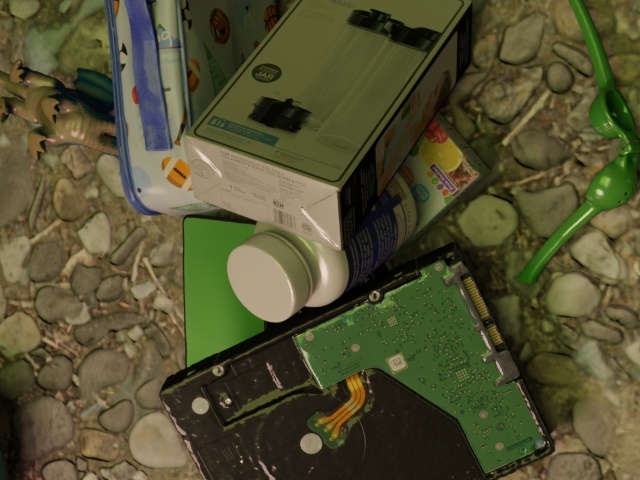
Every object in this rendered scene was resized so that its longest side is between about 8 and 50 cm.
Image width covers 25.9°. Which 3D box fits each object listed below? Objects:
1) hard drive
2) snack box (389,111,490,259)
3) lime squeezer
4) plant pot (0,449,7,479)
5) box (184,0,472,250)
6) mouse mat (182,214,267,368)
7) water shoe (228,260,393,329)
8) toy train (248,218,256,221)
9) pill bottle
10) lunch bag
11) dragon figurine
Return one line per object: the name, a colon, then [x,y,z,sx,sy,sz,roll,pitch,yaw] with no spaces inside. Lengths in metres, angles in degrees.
hard drive: [0.038,0.177,1.423,0.339,0.064,0.237,-26,99,8]
snack box: [0.092,-0.062,1.455,0.141,0.037,0.100,-44,77,23]
lime squeezer: [0.269,-0.100,1.376,0.110,0.059,0.310,19,107,52]
plant pot: [-0.487,0.336,1.651,0.290,0.290,0.195,-5,129,24]
box: [0.014,-0.140,1.352,0.169,0.290,0.087,21,143,21]
mouse mat: [-0.106,0.068,1.541,0.152,0.007,0.190,7,101,49]
water shoe: [-0.023,0.051,1.496,0.203,0.080,0.073,-18,88,24]
toy train: [-0.048,-0.023,1.534,0.083,0.017,0.024,-20,98,24]
pill bottle: [0.000,0.000,1.370,0.112,0.186,0.112,23,131,30]
lunch bag: [-0.133,-0.179,1.429,0.115,0.243,0.303,-4,95,24]
dragon figurine: [-0.285,-0.150,1.585,0.289,0.144,0.085,36,111,36]
